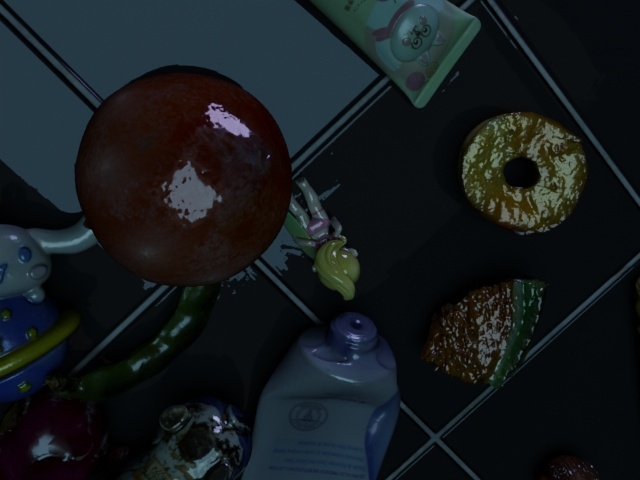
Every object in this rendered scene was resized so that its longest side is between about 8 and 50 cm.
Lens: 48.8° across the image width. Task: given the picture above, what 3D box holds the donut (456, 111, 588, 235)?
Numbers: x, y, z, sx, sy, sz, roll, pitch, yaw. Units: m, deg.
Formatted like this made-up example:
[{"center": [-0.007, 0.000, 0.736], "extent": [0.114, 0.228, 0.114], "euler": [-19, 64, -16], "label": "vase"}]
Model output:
[{"center": [0.288, -0.102, 1.038], "extent": [0.190, 0.074, 0.174], "euler": [11, 104, -9], "label": "donut"}]

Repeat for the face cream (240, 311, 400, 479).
[{"center": [0.001, 0.299, 1.093], "extent": [0.234, 0.137, 0.420], "euler": [9, 115, -14], "label": "face cream"}]

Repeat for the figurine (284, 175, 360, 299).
[{"center": [0.000, 0.000, 1.018], "extent": [0.083, 0.083, 0.187], "euler": [-26, 98, -2], "label": "figurine"}]

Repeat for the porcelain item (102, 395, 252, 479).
[{"center": [-0.221, 0.352, 1.028], "extent": [0.288, 0.186, 0.138], "euler": [-41, 76, -13], "label": "porcelain item"}]

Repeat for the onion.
[{"center": [-0.359, 0.299, 1.000], "extent": [0.198, 0.135, 0.173], "euler": [29, 104, -19], "label": "onion"}]

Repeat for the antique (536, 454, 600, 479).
[{"center": [0.422, 0.412, 1.188], "extent": [0.104, 0.104, 0.104], "euler": [-3, 106, -9], "label": "antique"}]

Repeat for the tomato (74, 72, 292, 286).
[{"center": [-0.155, -0.078, 0.859], "extent": [0.265, 0.265, 0.265], "euler": [-3, 106, -9], "label": "tomato"}]

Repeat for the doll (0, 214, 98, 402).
[{"center": [-0.399, 0.073, 0.940], "extent": [0.311, 0.159, 0.243], "euler": [-32, 96, -20], "label": "doll"}]

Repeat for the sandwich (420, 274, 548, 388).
[{"center": [0.252, 0.125, 1.085], "extent": [0.160, 0.109, 0.185], "euler": [17, 104, 6], "label": "sandwich"}]

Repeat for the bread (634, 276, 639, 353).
[{"center": [0.581, 0.218, 1.177], "extent": [0.084, 0.077, 0.368], "euler": [-16, 106, -9], "label": "bread"}]

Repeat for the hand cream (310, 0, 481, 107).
[{"center": [0.068, -0.318, 0.940], "extent": [0.306, 0.093, 0.147], "euler": [31, 99, -25], "label": "hand cream"}]

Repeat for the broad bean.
[{"center": [-0.237, 0.135, 0.992], "extent": [0.292, 0.049, 0.144], "euler": [-39, 148, -17], "label": "broad bean"}]
